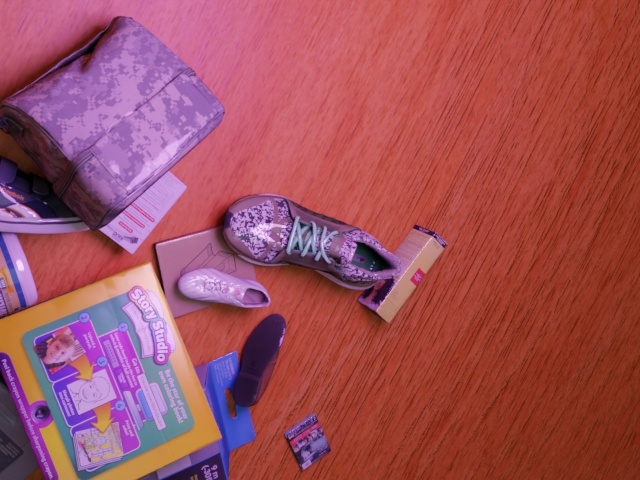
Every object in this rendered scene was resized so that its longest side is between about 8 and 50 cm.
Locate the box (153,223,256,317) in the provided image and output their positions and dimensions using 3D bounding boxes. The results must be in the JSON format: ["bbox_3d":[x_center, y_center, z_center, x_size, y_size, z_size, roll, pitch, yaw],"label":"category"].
[{"bbox_3d":[-0.232,0.057,1.563,0.201,0.021,0.165,-17,112,-26],"label":"box"}]

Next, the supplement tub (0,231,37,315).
[{"bbox_3d":[-0.598,0.072,1.283,0.199,0.144,0.145,-20,114,-23],"label":"supplement tub"}]

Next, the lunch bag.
[{"bbox_3d":[-0.350,-0.208,1.281,0.256,0.212,0.305,49,62,-11],"label":"lunch bag"}]

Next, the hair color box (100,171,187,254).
[{"bbox_3d":[-0.345,-0.069,1.442,0.093,0.053,0.167,43,80,-33],"label":"hair color box"}]

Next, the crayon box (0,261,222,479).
[{"bbox_3d":[-0.398,0.263,1.405,0.313,0.106,0.363,-22,91,-24],"label":"crayon box"}]

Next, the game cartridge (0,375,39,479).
[{"bbox_3d":[-0.641,0.343,1.394,0.196,0.060,0.294,-38,120,-11],"label":"game cartridge"}]

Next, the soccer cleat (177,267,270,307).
[{"bbox_3d":[-0.191,0.100,1.540,0.196,0.076,0.068,11,100,-32],"label":"soccer cleat"}]

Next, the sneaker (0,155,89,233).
[{"bbox_3d":[-0.533,-0.083,1.287,0.320,0.126,0.128,1,103,-32],"label":"sneaker"}]

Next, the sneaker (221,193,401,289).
[{"bbox_3d":[0.000,0.000,1.566,0.410,0.182,0.158,15,83,-28],"label":"sneaker"}]

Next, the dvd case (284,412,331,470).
[{"bbox_3d":[-0.029,0.480,1.810,0.087,0.013,0.120,-32,117,-18],"label":"dvd case"}]

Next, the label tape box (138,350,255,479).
[{"bbox_3d":[-0.285,0.408,1.586,0.333,0.106,0.241,-19,113,-24],"label":"label tape box"}]

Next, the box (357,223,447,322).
[{"bbox_3d":[0.192,0.075,1.775,0.058,0.087,0.232,43,81,-32],"label":"box"}]

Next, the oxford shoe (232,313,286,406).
[{"bbox_3d":[-0.129,0.262,1.666,0.212,0.076,0.076,-67,159,-6],"label":"oxford shoe"}]
